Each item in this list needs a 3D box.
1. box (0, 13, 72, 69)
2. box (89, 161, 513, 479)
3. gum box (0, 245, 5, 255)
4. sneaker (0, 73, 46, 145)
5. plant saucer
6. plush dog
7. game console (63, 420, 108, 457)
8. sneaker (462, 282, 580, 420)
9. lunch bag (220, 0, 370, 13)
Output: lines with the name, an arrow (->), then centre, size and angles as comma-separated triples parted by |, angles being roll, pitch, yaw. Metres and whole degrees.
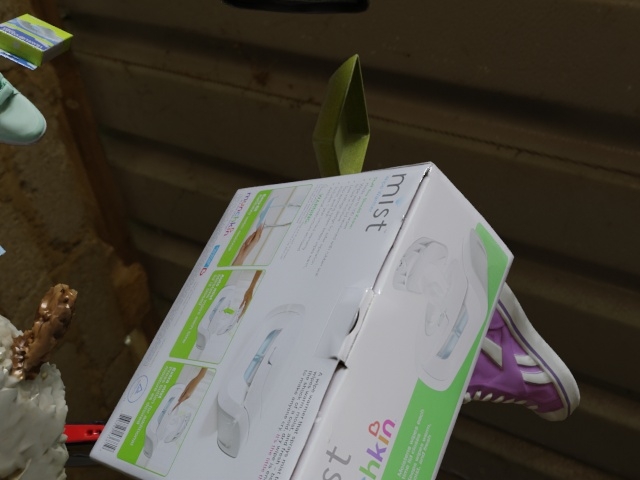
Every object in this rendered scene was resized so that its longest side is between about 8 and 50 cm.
box -> -0.590, -0.406, 1.504 | 0.109, 0.178, 0.042 | 24, -64, -8
box -> -0.015, 0.086, 0.557 | 0.231, 0.262, 0.127 | -3, -37, 47
gum box -> -0.518, -0.035, 1.016 | 0.184, 0.041, 0.157 | 53, -27, -13
sneaker -> -0.528, -0.241, 1.151 | 0.256, 0.094, 0.151 | 38, -26, -31
plant saucer -> 0.032, -0.165, 1.176 | 0.045, 0.189, 0.188 | 6, -33, 15
plush dog -> -0.289, 0.093, 0.515 | 0.225, 0.211, 0.262 | 21, -7, 31
game console -> -0.367, 0.340, 1.209 | 0.341, 0.060, 0.386 | -6, -19, 22
sneaker -> 0.187, 0.159, 0.868 | 0.282, 0.161, 0.102 | 47, -12, -28
lunch bag -> -0.020, -0.399, 1.008 | 0.287, 0.235, 0.169 | -144, -127, -71
